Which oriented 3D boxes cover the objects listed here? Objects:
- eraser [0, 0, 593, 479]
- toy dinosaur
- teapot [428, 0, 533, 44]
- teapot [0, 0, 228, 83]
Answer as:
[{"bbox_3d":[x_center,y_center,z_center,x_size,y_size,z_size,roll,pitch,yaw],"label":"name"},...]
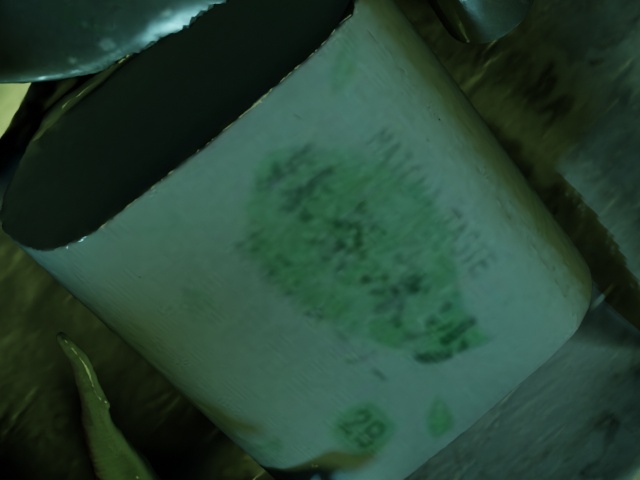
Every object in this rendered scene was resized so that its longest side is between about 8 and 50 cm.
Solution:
[{"bbox_3d":[0.000,0.000,0.797,0.174,0.081,0.227,-38,133,4],"label":"eraser"},{"bbox_3d":[-0.064,0.125,0.844,0.242,0.167,0.053,44,50,-32],"label":"toy dinosaur"},{"bbox_3d":[0.044,-0.127,0.764,0.043,0.043,0.111,-42,132,1],"label":"teapot"},{"bbox_3d":[-0.102,-0.195,0.527,0.223,0.305,0.285,-24,136,30],"label":"teapot"}]
